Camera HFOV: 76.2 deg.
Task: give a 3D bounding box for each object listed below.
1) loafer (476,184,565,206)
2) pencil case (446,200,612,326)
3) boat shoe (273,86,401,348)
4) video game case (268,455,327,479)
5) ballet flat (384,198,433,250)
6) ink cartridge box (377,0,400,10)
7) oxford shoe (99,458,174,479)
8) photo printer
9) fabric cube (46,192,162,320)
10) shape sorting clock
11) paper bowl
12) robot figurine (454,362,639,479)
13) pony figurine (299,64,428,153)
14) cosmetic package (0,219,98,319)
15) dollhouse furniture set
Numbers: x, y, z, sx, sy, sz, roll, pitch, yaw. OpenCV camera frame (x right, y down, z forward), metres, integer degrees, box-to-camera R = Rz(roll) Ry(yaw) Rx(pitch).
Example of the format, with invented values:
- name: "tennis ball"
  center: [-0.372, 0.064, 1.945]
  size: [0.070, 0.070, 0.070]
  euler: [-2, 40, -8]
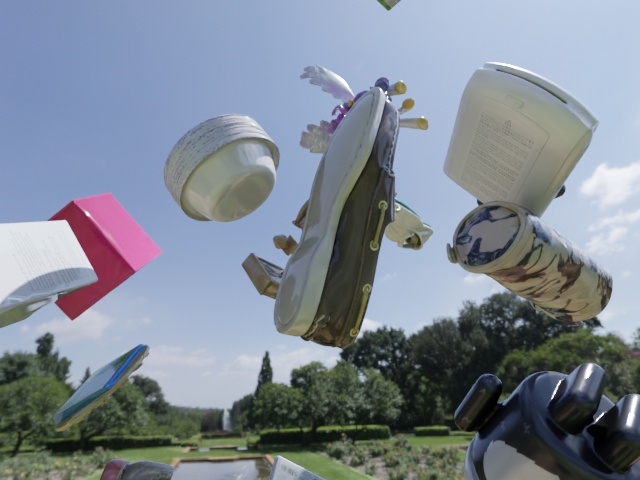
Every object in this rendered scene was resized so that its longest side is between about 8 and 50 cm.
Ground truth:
- name: "loafer"
  center: [0.554, -0.126, 1.139]
  size: [0.223, 0.076, 0.078]
  euler: [-6, -39, 18]
- name: "pencil case"
  center: [0.457, 0.058, 0.885]
  size: [0.410, 0.160, 0.183]
  euler: [25, -57, -30]
- name: "boat shoe"
  center: [0.041, -0.030, 0.509]
  size: [0.096, 0.324, 0.116]
  euler: [23, -13, -22]
- name: "video game case"
  center: [-0.061, 0.660, 1.010]
  size: [0.190, 0.173, 0.022]
  euler: [40, -49, -23]
- name: "ballet flat"
  center: [0.300, -0.041, 1.456]
  size: [0.139, 0.139, 0.400]
  euler: [-15, -19, 28]
- name: "ink cartridge box"
  center: [0.068, -0.596, 0.730]
  size: [0.117, 0.278, 0.201]
  euler: [-32, -24, 34]
- name: "oxford shoe"
  center: [-0.312, 0.553, 0.705]
  size: [0.130, 0.348, 0.123]
  euler: [2, 10, -8]
- name: "photo printer"
  center: [0.393, -0.198, 0.843]
  size: [0.107, 0.256, 0.307]
  euler: [-38, -28, -16]
- name: "fabric cube"
  center: [-0.704, 0.039, 1.258]
  size: [0.259, 0.258, 0.254]
  euler: [-37, 13, 5]
- name: "shape sorting clock"
  center: [-0.420, 0.284, 0.798]
  size: [0.206, 0.206, 0.040]
  euler: [-21, -72, 39]
- name: "paper bowl"
  center: [-0.226, -0.156, 1.017]
  size: [0.284, 0.148, 0.284]
  euler: [-35, -19, -14]
- name: "robot figurine"
  center: [0.312, 0.297, 0.554]
  size: [0.173, 0.209, 0.278]
  euler: [10, -56, -15]
- name: "pony figurine"
  center: [0.123, -0.426, 1.371]
  size: [0.351, 0.303, 0.363]
  euler: [9, -4, -38]
- name: "cosmetic package"
  center: [-0.604, 0.081, 0.689]
  size: [0.217, 0.156, 0.385]
  euler: [-27, 4, 6]
- name: "dollhouse furniture set"
  center: [0.000, 0.000, 0.999]
  size: [0.355, 0.303, 0.174]
  euler: [-50, -41, 9]
